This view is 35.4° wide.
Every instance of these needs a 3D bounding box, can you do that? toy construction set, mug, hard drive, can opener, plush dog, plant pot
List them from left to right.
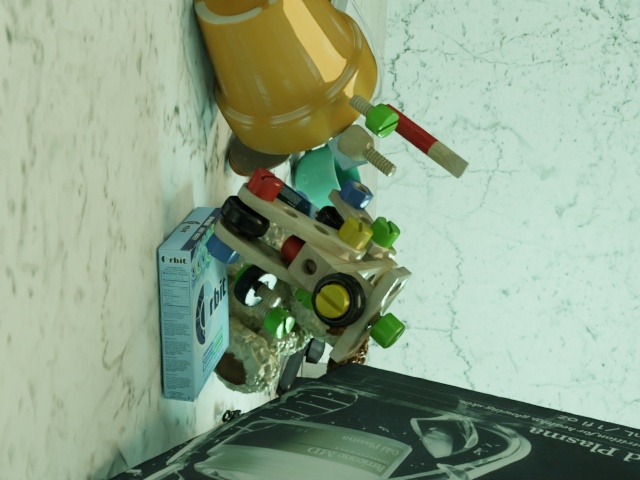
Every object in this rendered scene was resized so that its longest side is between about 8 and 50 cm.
[{"bbox_3d":[-0.055,-0.241,1.208,0.188,0.205,0.205,59,33,-50],"label":"plant pot"},{"bbox_3d":[-0.043,0.226,1.916,0.186,0.073,0.059,-58,160,-54],"label":"can opener"},{"bbox_3d":[-0.022,0.081,1.405,0.210,0.225,0.263,0,94,-81],"label":"plush dog"},{"bbox_3d":[0.009,-0.121,1.900,0.129,0.097,0.158,50,32,-43],"label":"mug"},{"bbox_3d":[0.041,-0.326,1.894,0.237,0.064,0.339,58,29,-33],"label":"hard drive"},{"bbox_3d":[0.055,0.004,1.160,0.309,0.237,0.257,-48,152,-5],"label":"toy construction set"}]

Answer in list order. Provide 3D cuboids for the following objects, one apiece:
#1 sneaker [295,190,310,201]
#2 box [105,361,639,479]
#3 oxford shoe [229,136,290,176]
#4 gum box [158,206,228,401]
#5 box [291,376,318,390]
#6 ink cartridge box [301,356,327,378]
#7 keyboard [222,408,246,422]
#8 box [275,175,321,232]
[{"bbox_3d":[-0.048,-0.054,1.738,0.085,0.058,0.152,98,10,-45],"label":"sneaker"},{"bbox_3d":[0.097,0.355,0.986,0.471,0.479,0.298,-18,113,-54],"label":"box"},{"bbox_3d":[-0.084,-0.133,1.449,0.076,0.076,0.212,-45,-176,32],"label":"oxford shoe"},{"bbox_3d":[-0.147,0.071,1.184,0.157,0.041,0.185,-63,156,-68],"label":"gum box"},{"bbox_3d":[0.054,0.460,1.872,0.395,0.293,0.212,-70,162,-60],"label":"box"},{"bbox_3d":[-0.006,0.320,2.184,0.104,0.061,0.181,29,65,-81],"label":"ink cartridge box"},{"bbox_3d":[-0.136,0.290,1.438,0.180,0.023,0.108,-28,128,-81],"label":"keyboard"},{"bbox_3d":[0.000,0.000,1.549,0.044,0.233,0.159,-49,161,-12],"label":"box"}]
